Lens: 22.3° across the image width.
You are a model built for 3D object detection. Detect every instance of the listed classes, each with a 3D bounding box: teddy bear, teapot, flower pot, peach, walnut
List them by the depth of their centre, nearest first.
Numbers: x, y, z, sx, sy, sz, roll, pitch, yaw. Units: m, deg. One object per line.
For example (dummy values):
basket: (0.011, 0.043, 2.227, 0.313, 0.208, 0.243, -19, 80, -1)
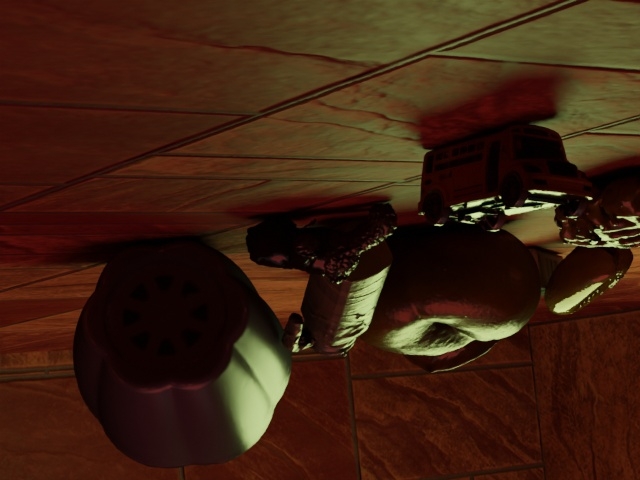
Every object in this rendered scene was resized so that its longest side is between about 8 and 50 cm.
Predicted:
teddy bear: (0.003, 0.009, 1.715, 0.160, 0.078, 0.119, -7, 177, 0)
teapot: (0.012, 0.068, 1.859, 0.107, 0.077, 0.200, -27, 157, -23)
flower pot: (-0.174, 0.120, 1.893, 0.265, 0.265, 0.243, -6, 163, 1)
peach: (0.146, 0.061, 2.009, 0.251, 0.153, 0.251, -11, 173, -1)
walnut: (0.182, 0.075, 2.191, 0.167, 0.087, 0.211, 6, -135, 29)

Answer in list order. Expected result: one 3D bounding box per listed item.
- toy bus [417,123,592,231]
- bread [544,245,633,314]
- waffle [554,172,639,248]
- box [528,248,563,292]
toy bus: (0.149, -0.051, 1.321, 0.070, 0.074, 0.162, 7, 171, -30)
bread: (0.375, 0.045, 2.301, 0.114, 0.077, 0.189, -20, 161, -22)
waffle: (0.394, -0.034, 1.715, 0.302, 0.068, 0.325, -3, 172, -20)
box: (0.183, 0.068, 2.461, 0.343, 0.065, 0.200, -8, 174, 20)
